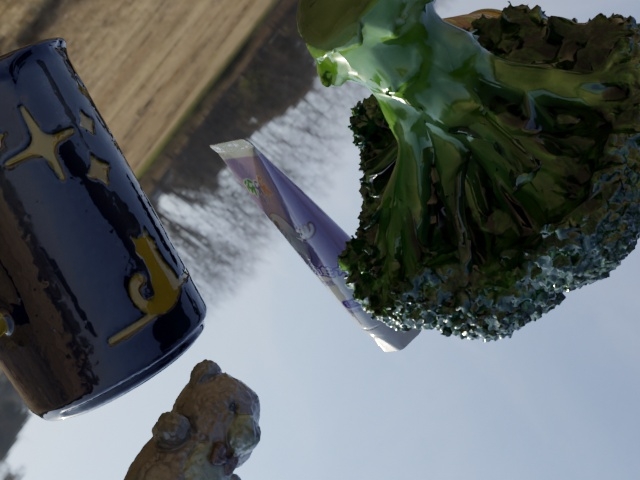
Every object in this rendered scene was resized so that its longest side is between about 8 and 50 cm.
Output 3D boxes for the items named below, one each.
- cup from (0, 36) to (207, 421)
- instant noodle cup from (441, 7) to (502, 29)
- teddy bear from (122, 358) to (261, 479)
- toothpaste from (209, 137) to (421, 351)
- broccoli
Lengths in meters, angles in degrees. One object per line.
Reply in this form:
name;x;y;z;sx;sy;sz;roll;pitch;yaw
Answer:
cup;-0.245;0.017;0.691;0.255;0.256;0.178;-34;-169;-30
instant noodle cup;0.201;-0.263;1.332;0.185;0.168;0.168;-15;157;-50
teddy bear;-0.180;0.325;1.348;0.151;0.236;0.267;13;-129;40
toothpaste;0.000;0.000;1.196;0.080;0.371;0.125;-48;-158;-17
broccoli;0.105;-0.072;0.656;0.297;0.297;0.298;-32;-139;32
